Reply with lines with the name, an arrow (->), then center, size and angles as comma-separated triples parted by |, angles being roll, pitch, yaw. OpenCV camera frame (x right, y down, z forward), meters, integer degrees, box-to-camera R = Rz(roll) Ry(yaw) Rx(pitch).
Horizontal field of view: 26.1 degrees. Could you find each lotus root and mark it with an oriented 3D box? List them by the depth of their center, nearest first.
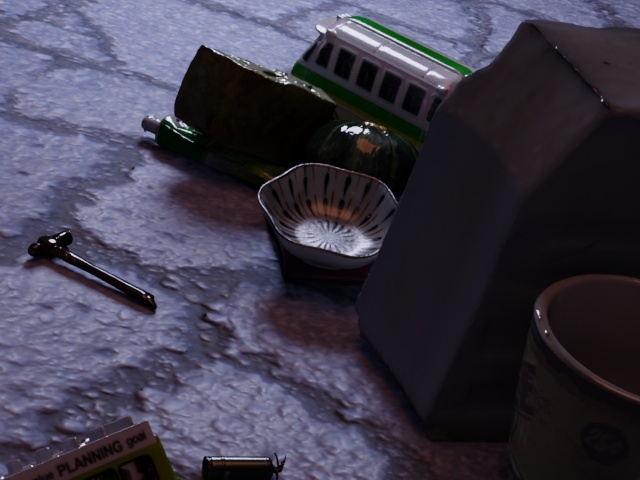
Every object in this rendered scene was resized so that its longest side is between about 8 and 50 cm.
lotus root -> -0.080, -0.182, 1.916 | 0.235, 0.119, 0.138 | 14, 14, -45

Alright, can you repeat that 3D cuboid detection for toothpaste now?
toothpaste -> -0.140, -0.122, 1.926 | 0.248, 0.047, 0.078 | 24, 23, 16

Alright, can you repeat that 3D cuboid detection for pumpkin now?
pumpkin -> 0.056, -0.101, 1.877 | 0.167, 0.125, 0.167 | 30, 8, -5

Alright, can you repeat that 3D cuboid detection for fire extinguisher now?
fire extinguisher -> -0.072, 0.225, 1.340 | 0.083, 0.025, 0.038 | 2, 68, -18

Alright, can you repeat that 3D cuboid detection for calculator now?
calculator -> 0.000, 0.000, 1.772 | 0.127, 0.034, 0.190 | 3, 29, -14

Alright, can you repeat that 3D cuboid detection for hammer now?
hammer -> -0.258, 0.035, 1.613 | 0.178, 0.021, 0.065 | 25, 30, 21

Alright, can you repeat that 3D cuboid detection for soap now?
soap -> 0.277, -0.007, 1.478 | 0.350, 0.435, 0.213 | 6, 34, -20

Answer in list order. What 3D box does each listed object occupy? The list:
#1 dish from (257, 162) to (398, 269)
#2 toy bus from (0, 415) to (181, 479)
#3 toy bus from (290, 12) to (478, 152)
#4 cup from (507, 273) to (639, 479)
dish -> 0.011, -0.015, 1.704 | 0.191, 0.066, 0.190 | 8, 38, -6
toy bus -> -0.257, 0.230, 1.104 | 0.302, 0.139, 0.113 | -18, -4, -44
toy bus -> 0.099, -0.218, 2.052 | 0.305, 0.179, 0.143 | 32, 34, 32
cup -> 0.302, 0.182, 1.325 | 0.227, 0.257, 0.301 | 35, 37, 32
